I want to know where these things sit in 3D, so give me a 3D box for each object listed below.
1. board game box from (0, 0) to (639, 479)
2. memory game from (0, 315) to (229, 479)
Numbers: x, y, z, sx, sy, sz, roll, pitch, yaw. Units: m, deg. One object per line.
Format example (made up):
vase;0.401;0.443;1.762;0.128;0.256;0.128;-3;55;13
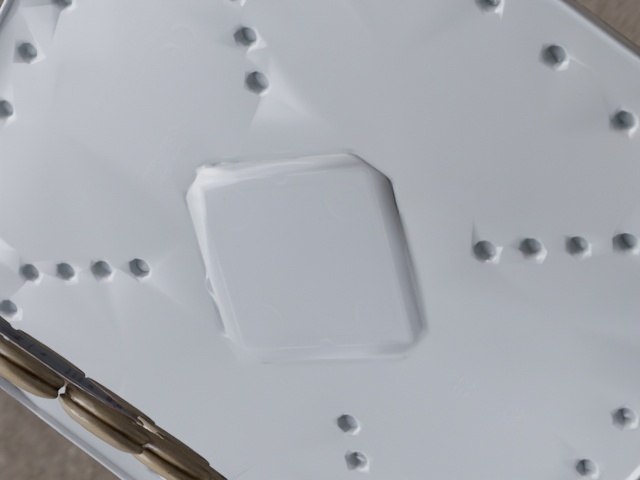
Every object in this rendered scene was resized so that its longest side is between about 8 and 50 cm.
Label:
board game box;0.000;0.000;0.918;0.390;0.050;0.390;36;125;1
memory game;-0.113;0.048;0.715;0.186;0.186;0.012;33;84;9
